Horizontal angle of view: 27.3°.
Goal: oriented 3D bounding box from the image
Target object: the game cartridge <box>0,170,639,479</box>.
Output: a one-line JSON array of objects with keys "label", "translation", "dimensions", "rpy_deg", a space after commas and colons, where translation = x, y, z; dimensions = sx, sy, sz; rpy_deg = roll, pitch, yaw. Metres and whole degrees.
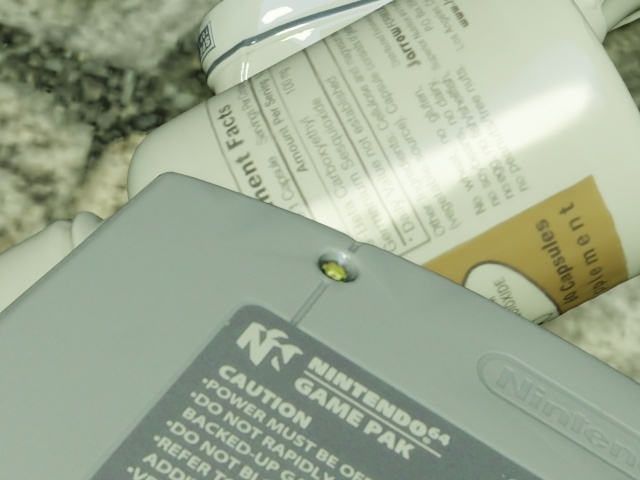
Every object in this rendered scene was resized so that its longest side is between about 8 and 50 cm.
[{"label": "game cartridge", "translation": [0.042, 0.101, 0.333], "dimensions": [0.294, 0.060, 0.196], "rpy_deg": [32, 43, 8]}]

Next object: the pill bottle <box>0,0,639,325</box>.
[{"label": "pill bottle", "translation": [0.000, 0.000, 0.488], "dimensions": [0.229, 0.131, 0.131], "rpy_deg": [-28, 73, 4]}]

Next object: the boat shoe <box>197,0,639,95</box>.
[{"label": "boat shoe", "translation": [0.079, -0.088, 0.585], "dimensions": [0.258, 0.095, 0.084], "rpy_deg": [-17, 75, -2]}]
